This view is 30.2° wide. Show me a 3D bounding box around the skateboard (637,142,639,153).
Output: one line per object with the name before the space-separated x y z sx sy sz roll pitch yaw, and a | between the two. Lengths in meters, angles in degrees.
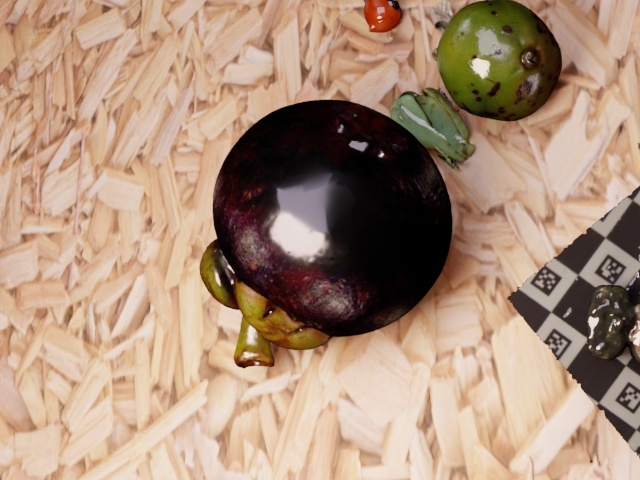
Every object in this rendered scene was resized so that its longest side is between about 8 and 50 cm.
skateboard | 0.529 -0.146 1.806 0.083 0.032 0.064 -27 67 8

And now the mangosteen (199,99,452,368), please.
mangosteen | 0.000 0.000 1.813 0.382 0.382 0.435 54 132 34

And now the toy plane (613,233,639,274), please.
toy plane | 0.451 0.001 1.714 0.082 0.160 0.234 26 55 7

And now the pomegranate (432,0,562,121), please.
pomegranate | 0.272 -0.290 1.917 0.202 0.202 0.248 -54 26 -8

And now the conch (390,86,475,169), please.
conch | 0.191 -0.195 1.964 0.170 0.079 0.105 37 90 19

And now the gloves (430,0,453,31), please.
gloves | 0.210 -0.389 2.068 0.044 0.037 0.081 13 58 3

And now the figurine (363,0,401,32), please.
figurine | 0.108 -0.432 2.120 0.075 0.068 0.140 -5 62 20

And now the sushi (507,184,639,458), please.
sushi | 0.474 0.104 1.581 0.320 0.069 0.339 -38 87 3
